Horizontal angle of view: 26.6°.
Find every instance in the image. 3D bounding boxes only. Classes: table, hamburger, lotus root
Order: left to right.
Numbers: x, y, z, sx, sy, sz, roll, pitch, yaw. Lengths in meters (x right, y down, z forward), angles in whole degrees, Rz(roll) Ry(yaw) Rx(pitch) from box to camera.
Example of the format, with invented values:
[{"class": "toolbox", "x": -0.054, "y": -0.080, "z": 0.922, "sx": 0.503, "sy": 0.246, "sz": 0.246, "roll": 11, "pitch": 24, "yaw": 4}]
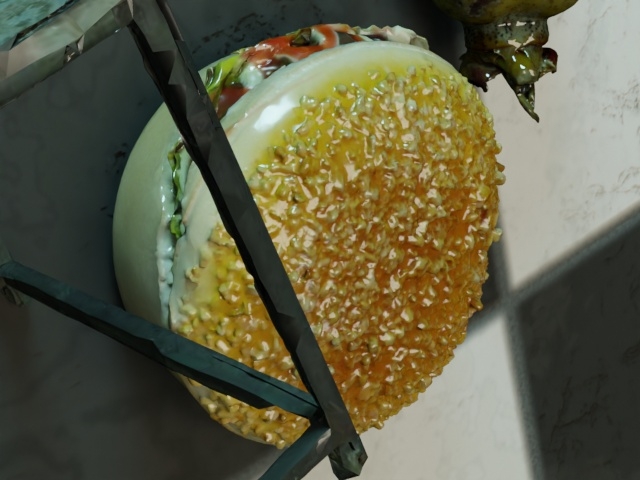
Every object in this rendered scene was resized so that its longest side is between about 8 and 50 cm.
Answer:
[{"class": "table", "x": -0.202, "y": 0.025, "z": 0.647, "sx": 0.222, "sy": 0.335, "sz": 0.272, "roll": -40, "pitch": 125, "yaw": -26}, {"class": "hamburger", "x": 0.000, "y": 0.000, "z": 0.924, "sx": 0.302, "sy": 0.170, "sz": 0.302, "roll": -13, "pitch": 111, "yaw": -37}, {"class": "lotus root", "x": 0.138, "y": -0.231, "z": 1.005, "sx": 0.154, "sy": 0.154, "sz": 0.278, "roll": -20, "pitch": 114, "yaw": -36}]
